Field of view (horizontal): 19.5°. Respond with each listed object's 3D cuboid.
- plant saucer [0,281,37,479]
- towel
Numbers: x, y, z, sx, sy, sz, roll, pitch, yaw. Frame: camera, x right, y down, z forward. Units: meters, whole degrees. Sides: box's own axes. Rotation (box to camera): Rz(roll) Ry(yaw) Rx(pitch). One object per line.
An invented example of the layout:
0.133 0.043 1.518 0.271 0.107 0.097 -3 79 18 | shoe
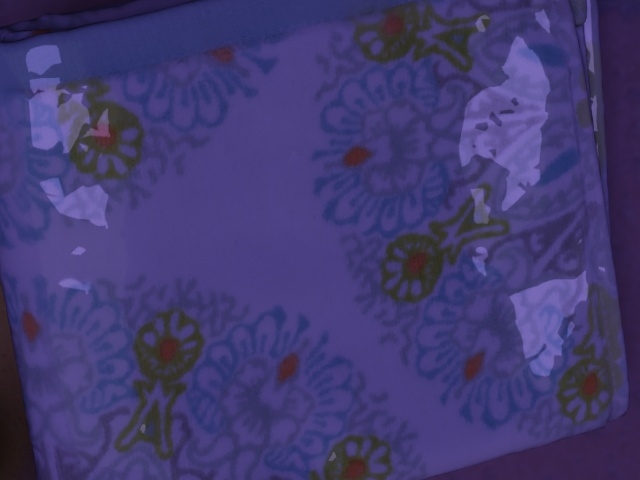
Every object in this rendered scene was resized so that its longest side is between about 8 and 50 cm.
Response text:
-0.310 0.119 1.171 0.332 0.081 0.333 18 104 -7 | plant saucer
0.000 0.000 1.092 0.374 0.090 0.321 -12 106 -15 | towel
